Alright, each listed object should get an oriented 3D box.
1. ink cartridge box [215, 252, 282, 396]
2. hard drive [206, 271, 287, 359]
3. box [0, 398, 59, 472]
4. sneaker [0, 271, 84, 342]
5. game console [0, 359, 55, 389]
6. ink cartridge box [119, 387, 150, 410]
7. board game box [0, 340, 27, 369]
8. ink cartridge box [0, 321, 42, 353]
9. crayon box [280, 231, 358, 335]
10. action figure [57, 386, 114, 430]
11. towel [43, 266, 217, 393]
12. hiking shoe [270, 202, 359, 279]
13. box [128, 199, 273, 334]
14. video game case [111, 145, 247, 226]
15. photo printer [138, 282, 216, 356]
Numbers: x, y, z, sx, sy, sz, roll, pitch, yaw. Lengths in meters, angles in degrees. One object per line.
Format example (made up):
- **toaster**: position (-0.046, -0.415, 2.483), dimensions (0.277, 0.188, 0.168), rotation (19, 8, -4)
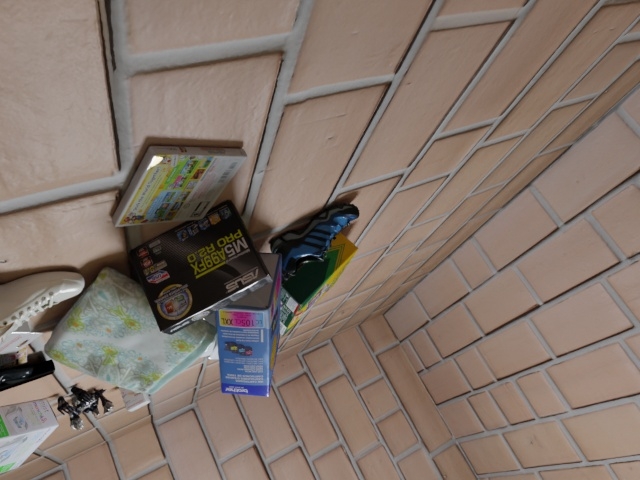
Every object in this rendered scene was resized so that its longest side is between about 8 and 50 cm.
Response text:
- **ink cartridge box**: position (-0.202, 0.265, 1.418), dimensions (0.151, 0.270, 0.395), rotation (6, 122, 0)
- **hard drive**: position (-0.252, 0.248, 1.665), dimensions (0.352, 0.047, 0.233), rotation (-58, 161, -3)
- **box**: position (-1.097, 0.687, 1.656), dimensions (0.262, 0.126, 0.231), rotation (-45, 158, 11)
- **sneaker**: position (-0.632, 0.152, 0.994), dimensions (0.290, 0.123, 0.106), rotation (-16, 155, -38)
- **game console**: position (-0.816, 0.360, 1.275), dimensions (0.213, 0.043, 0.361), rotation (-15, 171, -38)
- **ink cartridge box**: position (-0.801, 0.660, 2.072), dimensions (0.089, 0.122, 0.052), rotation (-27, 162, -7)
- **board game box**: position (-0.830, 0.288, 1.176), dimensions (0.194, 0.045, 0.146), rotation (-14, 156, -39)
- **ink cartridge box**: position (-0.736, 0.205, 1.073), dimensions (0.104, 0.060, 0.180), rotation (-33, 161, 9)
- **crayon box**: position (-0.037, 0.170, 1.792), dimensions (0.313, 0.106, 0.363), rotation (-41, 169, -29)
- **action figure**: position (-0.911, 0.653, 1.873), dimensions (0.164, 0.141, 0.275), rotation (-36, 163, -18)
- **towel**: position (-0.496, 0.256, 1.245), dimensions (0.321, 0.090, 0.374), rotation (34, 123, -25)
- **hiking shoe**: position (0.000, 0.000, 1.498), dimensions (0.304, 0.132, 0.113), rotation (-30, 162, 3)
- **box**: position (-0.278, 0.060, 1.118), dimensions (0.270, 0.216, 0.060), rotation (-27, 161, -3)
- **video game case**: position (-0.285, -0.107, 0.972), dimensions (0.207, 0.026, 0.227), rotation (-9, 154, -46)
- **photo printer**: position (-0.413, 0.223, 1.381), dimensions (0.256, 0.107, 0.307), rotation (-1, 133, -25)
